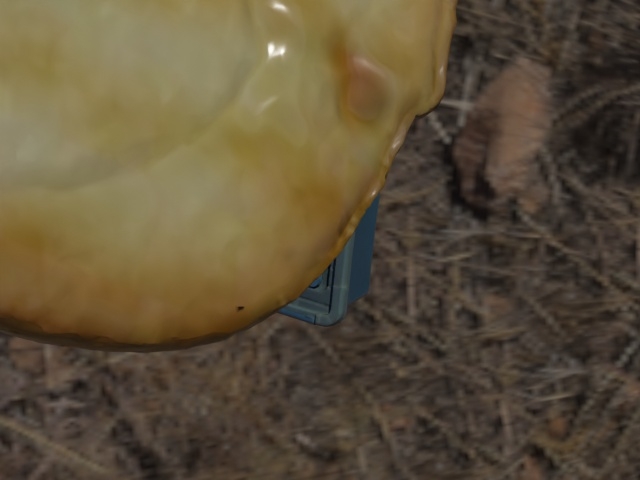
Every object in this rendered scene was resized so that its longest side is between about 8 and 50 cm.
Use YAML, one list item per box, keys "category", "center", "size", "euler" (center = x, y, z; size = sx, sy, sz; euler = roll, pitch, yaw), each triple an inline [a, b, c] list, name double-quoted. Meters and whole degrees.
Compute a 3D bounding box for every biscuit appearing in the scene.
- category: "biscuit"
  center: [-0.070, -0.084, 0.399]
  size: [0.041, 0.260, 0.203]
  euler: [-1, 75, 53]

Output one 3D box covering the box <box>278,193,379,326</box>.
- category: "box"
  center: [0.000, 0.000, 1.216]
  size: [0.074, 0.054, 0.099]
  euler: [18, 112, 31]
